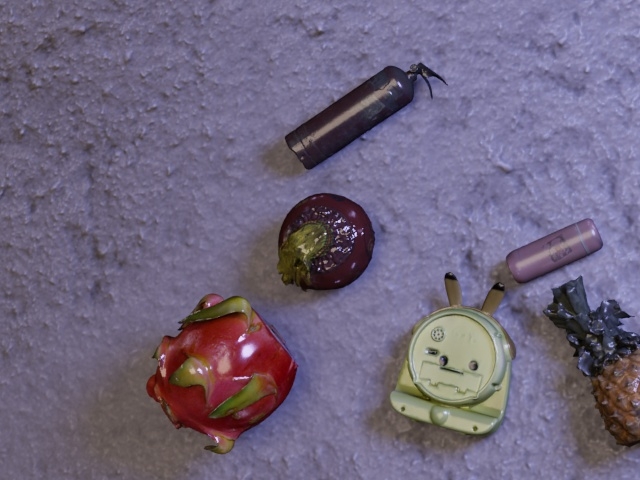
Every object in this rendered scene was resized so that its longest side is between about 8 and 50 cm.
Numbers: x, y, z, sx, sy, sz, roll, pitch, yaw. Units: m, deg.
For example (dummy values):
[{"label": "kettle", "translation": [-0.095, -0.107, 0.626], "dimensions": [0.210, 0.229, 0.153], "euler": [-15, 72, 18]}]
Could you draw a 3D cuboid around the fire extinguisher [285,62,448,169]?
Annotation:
[{"label": "fire extinguisher", "translation": [0.074, -0.206, 1.806], "dimensions": [0.268, 0.072, 0.089], "euler": [-33, 64, 12]}]

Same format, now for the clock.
[{"label": "clock", "translation": [0.207, 0.169, 1.681], "dimensions": [0.170, 0.069, 0.232], "euler": [11, 83, 22]}]

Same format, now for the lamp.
[{"label": "lamp", "translation": [0.005, 0.001, 1.757], "dimensions": [0.156, 0.135, 0.157], "euler": [1, 78, 21]}]

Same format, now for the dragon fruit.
[{"label": "dragon fruit", "translation": [-0.155, 0.202, 1.738], "dimensions": [0.227, 0.224, 0.224], "euler": [-35, 68, -9]}]

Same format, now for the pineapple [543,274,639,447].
[{"label": "pineapple", "translation": [0.413, 0.165, 1.581], "dimensions": [0.128, 0.128, 0.248], "euler": [-34, 66, 11]}]

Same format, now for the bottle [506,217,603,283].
[{"label": "bottle", "translation": [0.349, 0.016, 1.668], "dimensions": [0.140, 0.053, 0.053], "euler": [-25, 72, 14]}]
